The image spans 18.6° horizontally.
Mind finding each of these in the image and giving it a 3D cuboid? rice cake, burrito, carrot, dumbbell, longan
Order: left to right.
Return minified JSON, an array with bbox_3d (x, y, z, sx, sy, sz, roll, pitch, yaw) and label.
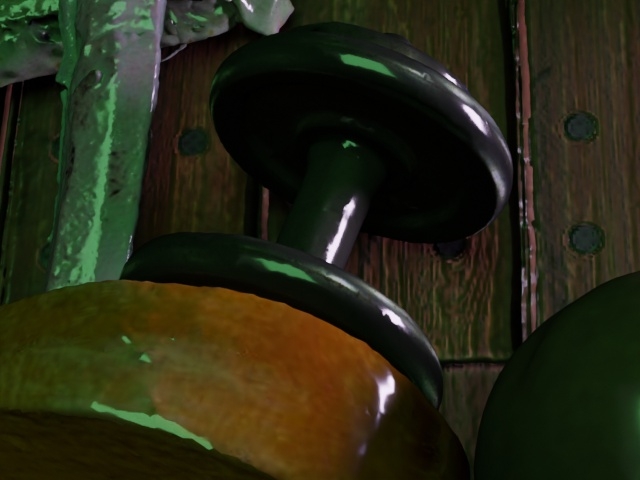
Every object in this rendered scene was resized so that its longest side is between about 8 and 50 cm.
[{"bbox_3d":[-0.174,-0.152,1.297,0.309,0.066,0.096,-9,58,-1],"label":"burrito"},{"bbox_3d":[-0.145,-0.047,1.202,0.081,0.051,0.290,6,74,8],"label":"rice cake"},{"bbox_3d":[-0.078,0.135,1.008,0.307,0.258,0.100,15,44,4],"label":"carrot"},{"bbox_3d":[0.000,0.000,1.114,0.192,0.192,0.290,15,61,15],"label":"dumbbell"},{"bbox_3d":[0.199,0.134,0.995,0.248,0.248,0.248,-3,59,5],"label":"longan"}]
